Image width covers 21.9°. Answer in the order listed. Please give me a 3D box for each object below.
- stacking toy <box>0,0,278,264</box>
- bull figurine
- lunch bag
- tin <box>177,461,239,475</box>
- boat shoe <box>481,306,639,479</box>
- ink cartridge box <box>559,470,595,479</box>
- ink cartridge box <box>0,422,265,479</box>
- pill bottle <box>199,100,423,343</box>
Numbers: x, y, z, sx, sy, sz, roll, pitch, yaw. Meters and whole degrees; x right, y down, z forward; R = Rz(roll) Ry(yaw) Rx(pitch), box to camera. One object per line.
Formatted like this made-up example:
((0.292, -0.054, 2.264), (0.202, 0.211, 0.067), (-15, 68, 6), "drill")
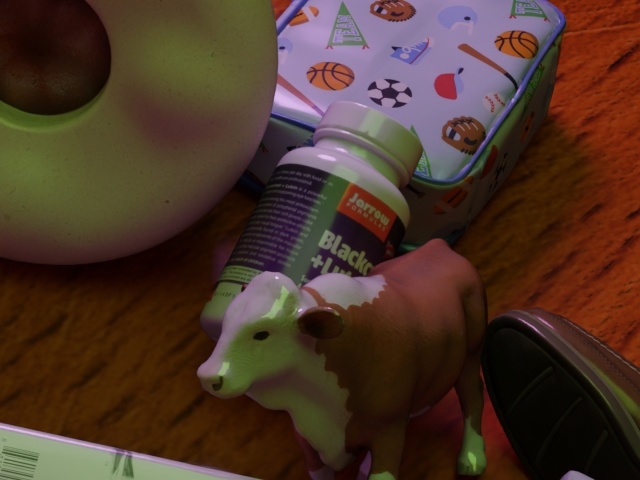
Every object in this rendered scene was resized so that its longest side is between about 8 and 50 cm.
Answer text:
((-0.181, -0.227, 1.362), (0.351, 0.350, 0.480), (13, 28, 1), "stacking toy")
((0.032, 0.092, 1.071), (0.101, 0.188, 0.310), (5, 13, 29), "bull figurine")
((0.061, -0.134, 1.406), (0.243, 0.115, 0.303), (23, 46, 15), "lunch bag")
((-0.123, 0.193, 1.087), (0.190, 0.040, 0.106), (5, 48, -7), "tin")
((0.239, 0.160, 1.154), (0.104, 0.110, 0.307), (-24, 64, -36), "boat shoe")
((0.282, 0.306, 0.897), (0.385, 0.091, 0.308), (23, 24, 1), "ink cartridge box")
((-0.145, 0.205, 0.991), (0.218, 0.092, 0.158), (12, 71, 3), "ink cartridge box")
((0.000, 0.000, 1.204), (0.108, 0.108, 0.193), (23, 73, 12), "pill bottle")
